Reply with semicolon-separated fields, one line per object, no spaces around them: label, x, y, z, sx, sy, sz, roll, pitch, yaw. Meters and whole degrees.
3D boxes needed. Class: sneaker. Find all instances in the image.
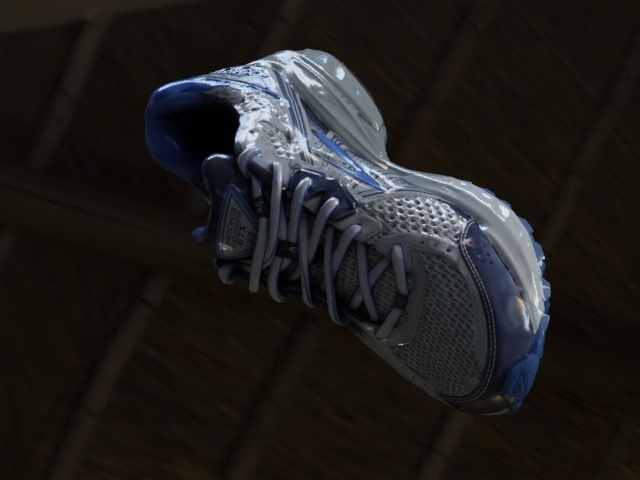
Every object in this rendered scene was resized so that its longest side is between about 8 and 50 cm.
sneaker;0.000;0.000;0.468;0.135;0.058;0.052;43;-53;45
